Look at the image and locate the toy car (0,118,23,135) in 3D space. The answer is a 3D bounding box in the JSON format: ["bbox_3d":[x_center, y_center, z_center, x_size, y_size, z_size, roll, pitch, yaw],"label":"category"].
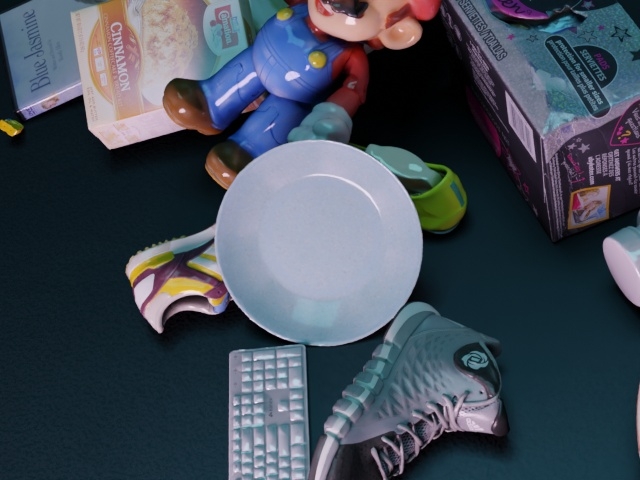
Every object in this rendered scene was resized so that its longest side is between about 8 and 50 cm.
[{"bbox_3d":[-0.392,-0.121,1.561,0.122,0.060,0.040,19,13,7],"label":"toy car"}]

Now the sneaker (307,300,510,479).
[{"bbox_3d":[0.088,0.156,1.181,0.132,0.086,0.229,18,58,23],"label":"sneaker"}]

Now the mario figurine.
[{"bbox_3d":[-0.021,-0.198,1.316,0.320,0.198,0.170,-44,18,21],"label":"mario figurine"}]

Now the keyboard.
[{"bbox_3d":[-0.044,0.201,1.222,0.072,0.014,0.256,-10,51,8],"label":"keyboard"}]

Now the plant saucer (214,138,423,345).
[{"bbox_3d":[0.000,0.000,1.296,0.194,0.195,0.037,-5,12,10],"label":"plant saucer"}]

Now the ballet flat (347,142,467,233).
[{"bbox_3d":[0.037,-0.070,1.374,0.231,0.077,0.077,17,60,25],"label":"ballet flat"}]

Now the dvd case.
[{"bbox_3d":[-0.250,-0.252,1.607,0.253,0.022,0.180,-24,51,3],"label":"dvd case"}]

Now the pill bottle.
[{"bbox_3d":[0.342,-0.009,1.240,0.169,0.094,0.094,-26,51,-7],"label":"pill bottle"}]

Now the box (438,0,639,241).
[{"bbox_3d":[0.227,-0.156,1.338,0.142,0.163,0.247,-23,51,-4],"label":"box"}]

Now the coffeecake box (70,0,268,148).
[{"bbox_3d":[-0.161,-0.195,1.492,0.185,0.068,0.142,-15,71,8],"label":"coffeecake box"}]

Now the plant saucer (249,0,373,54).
[{"bbox_3d":[0.045,-0.363,1.525,0.400,0.100,0.401,-15,66,39],"label":"plant saucer"}]

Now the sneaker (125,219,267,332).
[{"bbox_3d":[-0.090,0.026,1.345,0.185,0.069,0.084,-24,65,-3],"label":"sneaker"}]

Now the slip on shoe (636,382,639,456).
[{"bbox_3d":[0.332,0.083,1.117,0.123,0.101,0.331,15,77,2],"label":"slip on shoe"}]
